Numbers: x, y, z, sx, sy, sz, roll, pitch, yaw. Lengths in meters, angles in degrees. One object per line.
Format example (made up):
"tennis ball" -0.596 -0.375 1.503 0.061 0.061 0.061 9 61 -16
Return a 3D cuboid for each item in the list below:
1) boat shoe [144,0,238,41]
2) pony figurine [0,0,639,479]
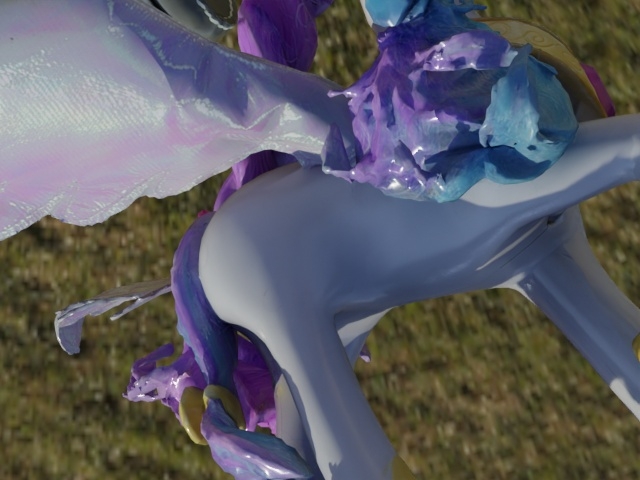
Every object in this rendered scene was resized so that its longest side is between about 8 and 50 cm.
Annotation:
"boat shoe" -0.125 -0.283 1.290 0.091 0.109 0.305 -24 85 19
"pony figurine" 0.000 0.000 0.699 0.351 0.363 0.303 -27 157 16
